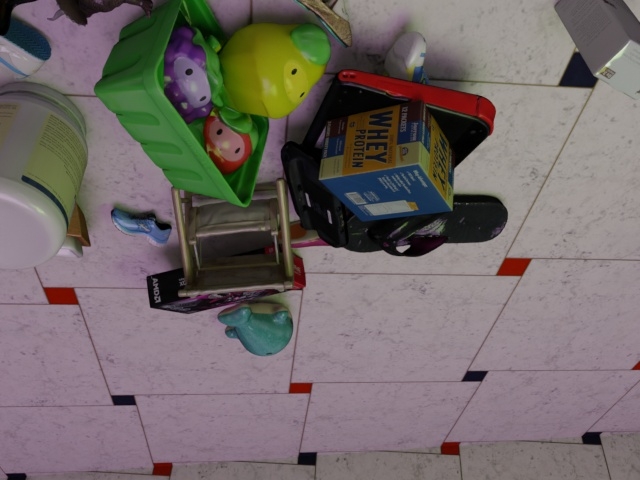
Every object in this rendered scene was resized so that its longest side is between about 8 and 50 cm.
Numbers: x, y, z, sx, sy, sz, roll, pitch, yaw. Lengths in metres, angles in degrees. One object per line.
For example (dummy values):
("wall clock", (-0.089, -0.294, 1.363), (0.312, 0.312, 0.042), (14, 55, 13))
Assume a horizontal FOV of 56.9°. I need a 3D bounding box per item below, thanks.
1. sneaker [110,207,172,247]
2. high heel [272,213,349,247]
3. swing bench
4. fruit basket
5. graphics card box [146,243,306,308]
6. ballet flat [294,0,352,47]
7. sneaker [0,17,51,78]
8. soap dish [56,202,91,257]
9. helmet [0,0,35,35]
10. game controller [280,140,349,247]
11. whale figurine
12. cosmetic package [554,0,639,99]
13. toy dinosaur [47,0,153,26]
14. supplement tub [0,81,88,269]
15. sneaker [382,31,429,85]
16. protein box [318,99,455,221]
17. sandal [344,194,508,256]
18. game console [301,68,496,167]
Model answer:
("sneaker", (-0.446, -0.047, 1.479), (0.162, 0.063, 0.073), (26, 113, -36))
("high heel", (0.000, 0.000, 1.554), (0.244, 0.082, 0.117), (-16, 138, 0))
("swing bench", (-0.195, -0.007, 1.362), (0.253, 0.165, 0.255), (-4, 94, 0))
("fruit basket", (-0.161, -0.270, 1.099), (0.391, 0.283, 0.392), (7, 150, 4))
("graphics card box", (-0.242, 0.110, 1.573), (0.370, 0.094, 0.233), (-12, 167, 9))
("ballet flat", (0.003, -0.432, 1.067), (0.206, 0.073, 0.067), (30, 114, -38))
("sneaker", (-0.610, -0.378, 1.055), (0.092, 0.087, 0.228), (-29, 131, 32))
("soap dish", (-0.683, -0.040, 1.347), (0.290, 0.118, 0.229), (8, 171, -15))
("helmet", (-0.540, -0.424, 0.947), (0.161, 0.169, 0.169), (-31, 135, 1))
("game controller", (-0.007, -0.095, 1.348), (0.166, 0.067, 0.319), (31, 160, 20))
("whale figurine", (-0.188, 0.262, 1.743), (0.216, 0.141, 0.272), (-21, 155, 17))
("cosmetic package", (0.520, -0.369, 1.061), (0.117, 0.231, 0.085), (17, 134, -24))
("toy dinosaur", (-0.353, -0.458, 0.963), (0.160, 0.121, 0.313), (2, 144, -28))
("supplement tub", (-0.592, -0.132, 1.152), (0.235, 0.325, 0.235), (-3, 139, -2))
("sneaker", (0.188, -0.321, 1.201), (0.126, 0.091, 0.240), (-2, 152, -18))
("protein box", (0.137, -0.146, 1.158), (0.201, 0.136, 0.200), (-6, 154, 29))
("sandal", (0.267, -0.034, 1.480), (0.445, 0.107, 0.168), (-6, 129, -7))
("game console", (0.143, -0.212, 1.255), (0.341, 0.060, 0.386), (12, 157, -12))
